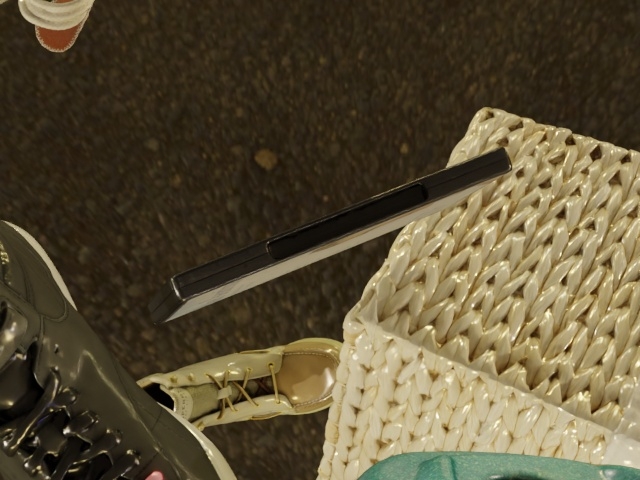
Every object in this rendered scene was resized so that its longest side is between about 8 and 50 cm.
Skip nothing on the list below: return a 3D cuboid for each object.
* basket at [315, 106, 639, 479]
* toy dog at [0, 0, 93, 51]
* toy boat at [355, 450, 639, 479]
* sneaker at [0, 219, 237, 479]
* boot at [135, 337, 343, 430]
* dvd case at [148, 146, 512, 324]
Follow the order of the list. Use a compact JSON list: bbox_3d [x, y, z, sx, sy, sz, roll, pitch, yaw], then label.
[{"bbox_3d":[0.190,0.103,1.168,0.266,0.328,0.331,24,51,13],"label":"basket"},{"bbox_3d":[-0.326,-0.293,1.435,0.334,0.161,0.220,19,57,23],"label":"toy dog"},{"bbox_3d":[0.148,0.195,0.579,0.268,0.318,0.148,8,113,-16],"label":"toy boat"},{"bbox_3d":[-0.145,0.089,0.628,0.104,0.147,0.295,-42,68,4],"label":"sneaker"},{"bbox_3d":[-0.086,0.151,1.266,0.213,0.165,0.077,-12,86,35],"label":"boot"},{"bbox_3d":[0.000,0.000,0.927,0.253,0.180,0.022,-21,87,-14],"label":"dvd case"}]
